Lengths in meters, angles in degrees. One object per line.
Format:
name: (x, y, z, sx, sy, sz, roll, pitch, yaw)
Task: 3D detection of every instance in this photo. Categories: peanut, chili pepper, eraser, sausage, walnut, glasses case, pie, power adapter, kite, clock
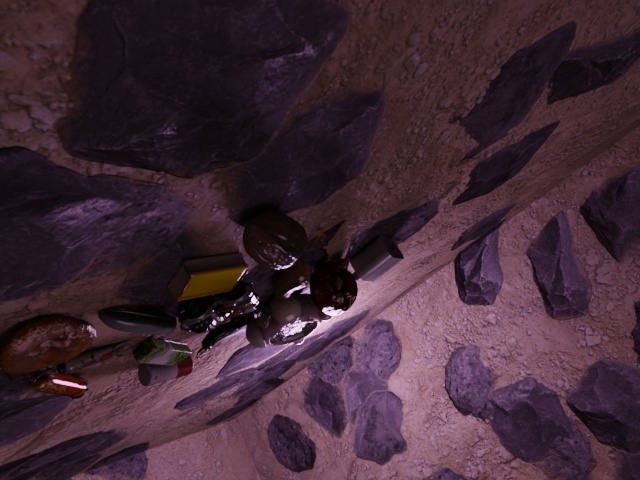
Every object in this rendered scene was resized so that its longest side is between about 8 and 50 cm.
peanut: (-0.116, 0.160, 1.798, 0.120, 0.110, 0.236, -22, 159, -44)
chili pepper: (-0.435, 0.408, 1.965, 0.278, 0.065, 0.122, -31, 154, -13)
eraser: (-0.358, 0.118, 1.455, 0.225, 0.069, 0.158, -7, 145, -45)
sausage: (-0.896, 0.483, 1.529, 0.083, 0.083, 0.264, -28, 156, -7)
walnut: (-0.142, -0.003, 1.365, 0.178, 0.178, 0.230, -37, 145, 13)
glasses case: (-0.626, 0.443, 1.800, 0.095, 0.062, 0.272, -39, 158, -2)
pie: (-0.782, 0.301, 1.300, 0.273, 0.069, 0.273, -31, 160, -12)
walnut: (0.052, 0.199, 2.004, 0.221, 0.244, 0.269, 16, 152, -8)
power adapter: (0.244, 0.108, 2.128, 0.255, 0.124, 0.187, -41, 155, 21)
kite: (0.000, 0.000, 1.732, 0.241, 0.014, 0.183, -30, 158, -6)
clock: (-0.153, 0.368, 2.104, 0.325, 0.184, 0.342, 4, 134, -48)

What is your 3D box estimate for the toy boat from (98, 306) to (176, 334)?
toy boat: (-0.585, 0.251, 1.448, 0.078, 0.085, 0.260, -40, 145, 21)

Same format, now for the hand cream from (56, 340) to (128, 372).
hand cream: (-0.775, 0.398, 1.548, 0.233, 0.050, 0.080, -11, 147, -52)

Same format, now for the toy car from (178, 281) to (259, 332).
toy car: (-0.372, 0.252, 1.661, 0.301, 0.118, 0.193, -27, 160, -9)

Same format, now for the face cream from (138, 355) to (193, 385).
face cream: (-0.660, 0.553, 1.938, 0.096, 0.096, 0.214, -43, 155, 26)

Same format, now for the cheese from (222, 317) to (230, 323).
cheese: (-0.385, 0.300, 1.835, 0.060, 0.041, 0.084, -21, 141, -42)

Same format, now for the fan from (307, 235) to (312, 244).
fan: (-0.059, 0.009, 1.692, 0.083, 0.004, 0.055, -43, 155, 25)
